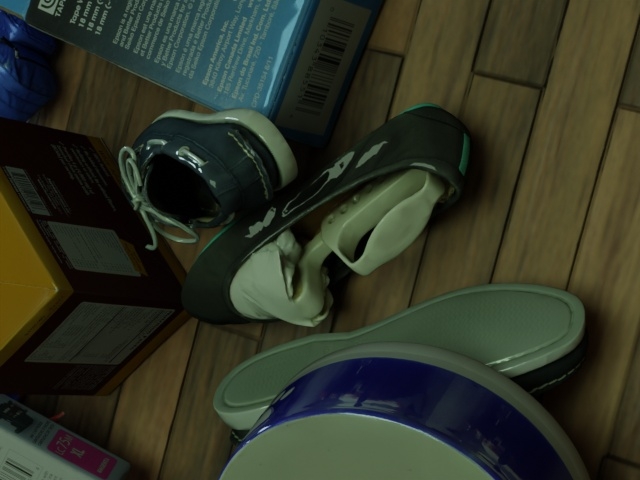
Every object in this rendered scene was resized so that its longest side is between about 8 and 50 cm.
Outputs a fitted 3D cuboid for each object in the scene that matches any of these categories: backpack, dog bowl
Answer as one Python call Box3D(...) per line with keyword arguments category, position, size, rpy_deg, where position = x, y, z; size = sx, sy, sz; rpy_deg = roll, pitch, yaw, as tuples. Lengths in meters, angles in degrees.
Box3D(category="backpack", position=(-0.284, -0.161, 1.698), size=(0.101, 0.098, 0.120), rpy_deg=(-38, 66, 19))
Box3D(category="dog bowl", position=(0.057, 0.210, 1.378), size=(0.264, 0.104, 0.265), rpy_deg=(10, 117, 20))

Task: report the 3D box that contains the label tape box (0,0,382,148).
Box3D(category="label tape box", position=(-0.104, -0.249, 1.591), size=(0.333, 0.106, 0.241), rpy_deg=(27, 100, 31))

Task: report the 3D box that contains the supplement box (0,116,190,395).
Box3D(category="supplement box", position=(-0.236, 0.013, 1.591), size=(0.129, 0.194, 0.191), rpy_deg=(-43, 65, 21))

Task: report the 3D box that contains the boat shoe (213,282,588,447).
Box3D(category="boat shoe", position=(0.069, 0.111, 1.460), size=(0.302, 0.114, 0.091), rpy_deg=(-12, 122, 29))

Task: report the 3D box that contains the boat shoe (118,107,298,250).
Box3D(category="boat shoe", position=(-0.107, -0.045, 1.528), size=(0.254, 0.079, 0.095), rpy_deg=(2, 124, 60))

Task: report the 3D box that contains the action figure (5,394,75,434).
Box3D(category="action figure", position=(-0.284, 0.090, 1.659), size=(0.139, 0.091, 0.280), rpy_deg=(-18, 95, 16))

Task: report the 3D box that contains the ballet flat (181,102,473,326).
Box3D(category="ballet flat", position=(0.000, 0.000, 1.498), size=(0.280, 0.095, 0.096), rpy_deg=(-38, 38, 23))

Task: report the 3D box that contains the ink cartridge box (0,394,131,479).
Box3D(category="ink cartridge box", position=(-0.333, 0.190, 1.609), size=(0.311, 0.065, 0.186), rpy_deg=(28, 113, -3))
